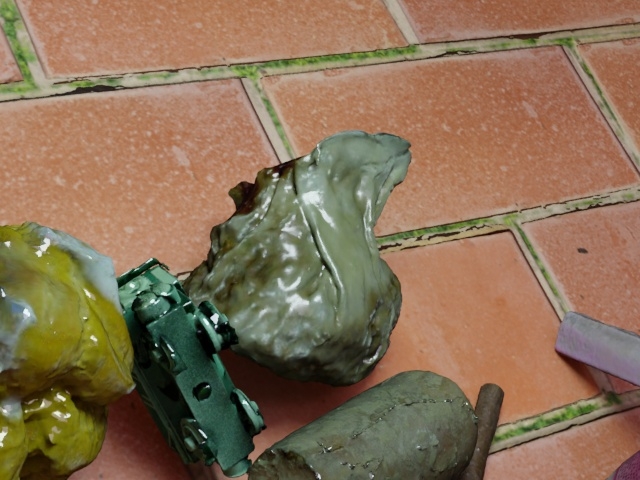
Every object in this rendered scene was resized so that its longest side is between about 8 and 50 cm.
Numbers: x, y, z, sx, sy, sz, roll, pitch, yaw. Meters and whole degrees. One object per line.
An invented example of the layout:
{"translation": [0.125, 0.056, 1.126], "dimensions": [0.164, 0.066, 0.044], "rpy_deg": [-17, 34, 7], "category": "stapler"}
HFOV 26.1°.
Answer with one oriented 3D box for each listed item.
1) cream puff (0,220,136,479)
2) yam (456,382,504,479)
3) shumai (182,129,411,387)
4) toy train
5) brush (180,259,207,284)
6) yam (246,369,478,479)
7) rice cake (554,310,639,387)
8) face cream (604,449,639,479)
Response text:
{"translation": [-0.369, 0.146, 1.488], "dimensions": [0.275, 0.378, 0.378], "rpy_deg": [47, 28, -53], "category": "cream puff"}
{"translation": [0.186, 0.318, 1.807], "dimensions": [0.045, 0.045, 0.327], "rpy_deg": [8, 45, 17], "category": "yam"}
{"translation": [0.000, 0.000, 1.729], "dimensions": [0.292, 0.288, 0.330], "rpy_deg": [37, 22, 9], "category": "shumai"}
{"translation": [-0.150, 0.151, 1.599], "dimensions": [0.115, 0.154, 0.269], "rpy_deg": [-33, 119, -16], "category": "toy train"}
{"translation": [-0.156, 0.036, 1.845], "dimensions": [0.013, 0.016, 0.083], "rpy_deg": [49, 48, -6], "category": "brush"}
{"translation": [0.051, 0.273, 1.665], "dimensions": [0.168, 0.168, 0.304], "rpy_deg": [51, 38, 13], "category": "yam"}
{"translation": [0.455, 0.174, 1.889], "dimensions": [0.064, 0.399, 0.070], "rpy_deg": [15, 94, -31], "category": "rice cake"}
{"translation": [0.474, 0.352, 1.834], "dimensions": [0.175, 0.195, 0.175], "rpy_deg": [16, 50, -19], "category": "face cream"}
